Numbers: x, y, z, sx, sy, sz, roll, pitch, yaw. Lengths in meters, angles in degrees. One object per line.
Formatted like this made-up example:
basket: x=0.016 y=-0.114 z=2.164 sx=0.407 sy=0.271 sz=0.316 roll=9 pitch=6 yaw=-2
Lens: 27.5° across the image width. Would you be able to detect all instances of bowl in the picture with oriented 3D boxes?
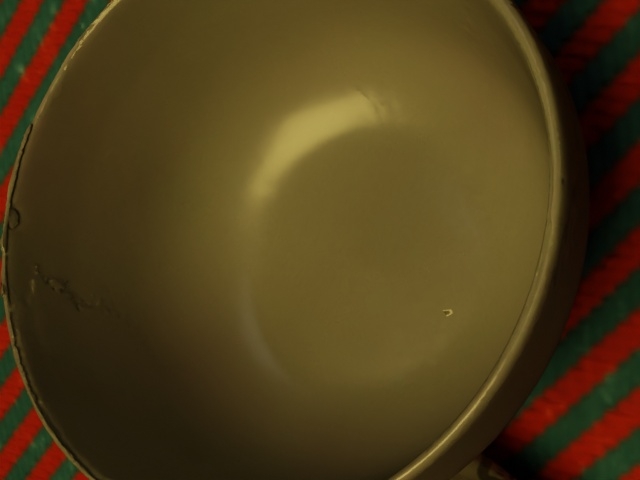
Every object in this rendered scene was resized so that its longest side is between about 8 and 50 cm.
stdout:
bowl: x=0.000 y=0.000 z=0.633 sx=0.286 sy=0.143 sz=0.287 roll=-7 pitch=74 yaw=26

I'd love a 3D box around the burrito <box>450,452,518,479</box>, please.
burrito: x=0.152 y=0.240 z=0.653 sx=0.445 sy=0.101 sz=0.139 roll=36 pitch=118 yaw=23
